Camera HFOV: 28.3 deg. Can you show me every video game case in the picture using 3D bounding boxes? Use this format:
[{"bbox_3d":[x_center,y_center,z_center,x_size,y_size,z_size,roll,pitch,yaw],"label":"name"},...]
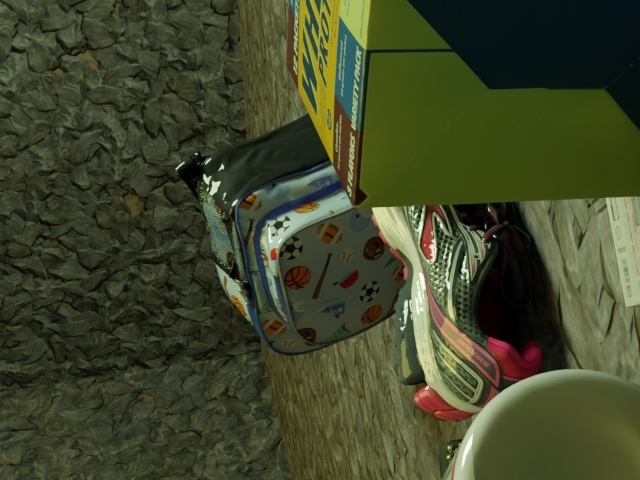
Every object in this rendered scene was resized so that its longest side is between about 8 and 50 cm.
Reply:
[{"bbox_3d":[0.207,-0.007,0.784,0.122,0.011,0.087,130,132,-79],"label":"video game case"}]

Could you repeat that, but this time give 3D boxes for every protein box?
[{"bbox_3d":[0.096,-0.127,0.735,0.201,0.200,0.136,-112,22,-58],"label":"protein box"}]

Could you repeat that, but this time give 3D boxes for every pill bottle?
[{"bbox_3d":[0.150,0.210,0.870,0.283,0.161,0.161,97,162,-63],"label":"pill bottle"}]

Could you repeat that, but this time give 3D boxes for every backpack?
[{"bbox_3d":[0.000,0.000,1.459,0.263,0.276,0.213,85,158,-45],"label":"backpack"}]

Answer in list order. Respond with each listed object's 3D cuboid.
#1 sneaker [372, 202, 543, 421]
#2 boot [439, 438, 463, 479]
[{"bbox_3d":[0.124,-0.002,1.082,0.112,0.121,0.299,-33,60,48],"label":"sneaker"},{"bbox_3d":[0.147,0.254,1.261,0.198,0.077,0.137,111,155,-71],"label":"boot"}]
